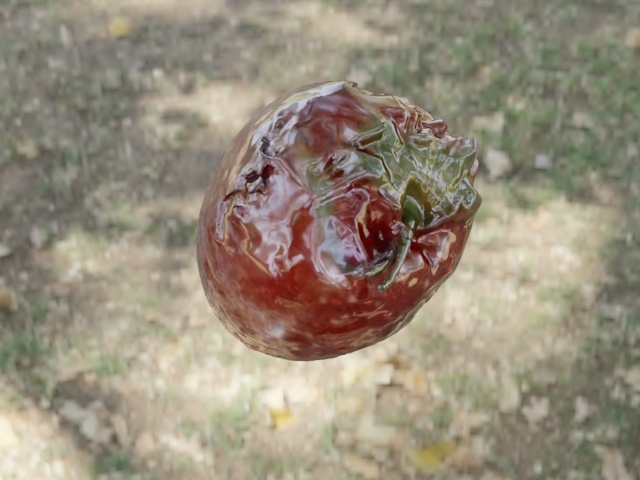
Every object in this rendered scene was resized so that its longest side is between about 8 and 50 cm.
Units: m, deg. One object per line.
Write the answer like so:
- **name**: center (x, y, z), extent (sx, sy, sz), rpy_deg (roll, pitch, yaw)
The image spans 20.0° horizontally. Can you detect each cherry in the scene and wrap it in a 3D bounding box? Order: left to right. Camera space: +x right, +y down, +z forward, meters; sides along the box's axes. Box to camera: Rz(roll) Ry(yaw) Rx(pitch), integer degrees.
- **cherry**: center (0.000, 0.000, 1.236), extent (0.175, 0.249, 0.192), rpy_deg (31, 54, -4)
